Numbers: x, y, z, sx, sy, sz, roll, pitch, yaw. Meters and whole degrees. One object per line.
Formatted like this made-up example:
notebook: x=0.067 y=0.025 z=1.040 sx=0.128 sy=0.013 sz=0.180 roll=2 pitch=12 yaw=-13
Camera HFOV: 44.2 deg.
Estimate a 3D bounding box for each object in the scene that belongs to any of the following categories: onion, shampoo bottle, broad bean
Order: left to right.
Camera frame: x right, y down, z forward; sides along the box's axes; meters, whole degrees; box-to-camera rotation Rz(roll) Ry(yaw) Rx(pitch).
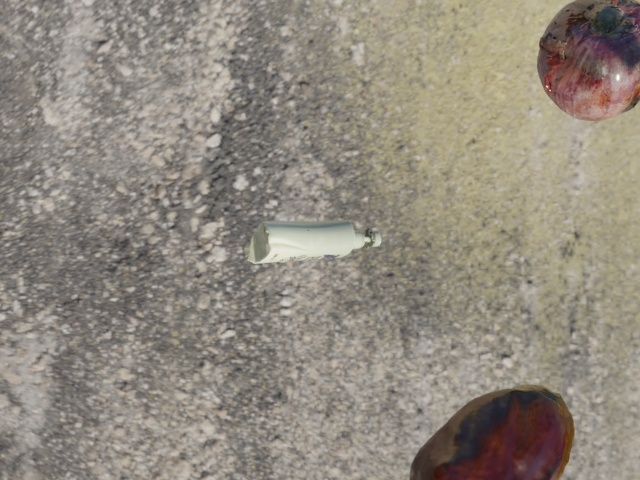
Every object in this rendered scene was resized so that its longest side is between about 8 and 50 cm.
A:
shampoo bottle: x=0.000 y=0.000 z=0.742 sx=0.141 sy=0.049 sz=0.034 roll=-3 pitch=54 yaw=-34
broad bean: x=0.210 y=0.259 z=0.953 sx=0.228 sy=0.122 sz=0.156 roll=-29 pitch=100 yaw=-27
onion: x=0.360 y=-0.222 z=1.027 sx=0.159 sy=0.159 sz=0.195 roll=-65 pitch=158 yaw=-20
